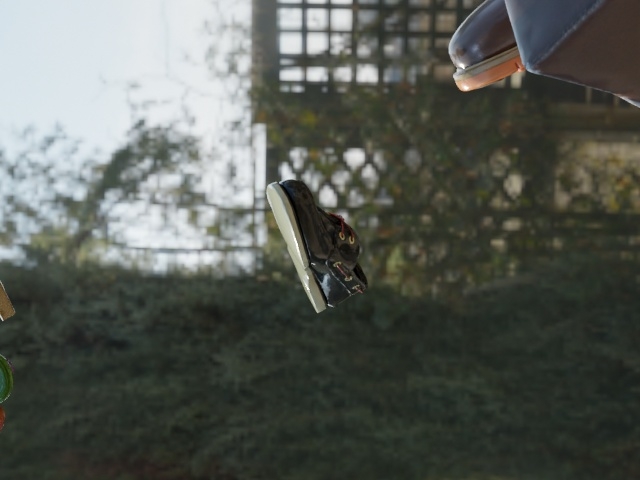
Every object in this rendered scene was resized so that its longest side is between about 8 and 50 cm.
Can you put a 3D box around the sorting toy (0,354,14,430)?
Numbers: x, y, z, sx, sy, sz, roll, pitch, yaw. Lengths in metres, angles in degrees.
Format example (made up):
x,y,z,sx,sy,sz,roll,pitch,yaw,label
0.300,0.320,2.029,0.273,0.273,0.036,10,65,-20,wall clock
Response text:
x,y,z,sx,sy,sz,roll,pitch,yaw,label
-0.309,0.140,1.150,0.102,0.061,0.042,-66,-15,20,sorting toy

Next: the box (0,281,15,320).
x,y,z,sx,sy,sz,roll,pitch,yaw,label
-0.356,-0.038,1.180,0.164,0.021,0.201,50,160,36,box

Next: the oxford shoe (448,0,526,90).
x,y,z,sx,sy,sz,roll,pitch,yaw,label
0.212,-0.257,0.886,0.133,0.364,0.130,46,-176,-8,oxford shoe

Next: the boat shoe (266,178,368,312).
x,y,z,sx,sy,sz,roll,pitch,yaw,label
-0.001,-0.002,0.724,0.133,0.042,0.049,67,177,-61,boat shoe

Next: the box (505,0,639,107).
x,y,z,sx,sy,sz,roll,pitch,yaw,label
0.257,-0.213,0.523,0.381,0.191,0.143,-47,43,44,box
